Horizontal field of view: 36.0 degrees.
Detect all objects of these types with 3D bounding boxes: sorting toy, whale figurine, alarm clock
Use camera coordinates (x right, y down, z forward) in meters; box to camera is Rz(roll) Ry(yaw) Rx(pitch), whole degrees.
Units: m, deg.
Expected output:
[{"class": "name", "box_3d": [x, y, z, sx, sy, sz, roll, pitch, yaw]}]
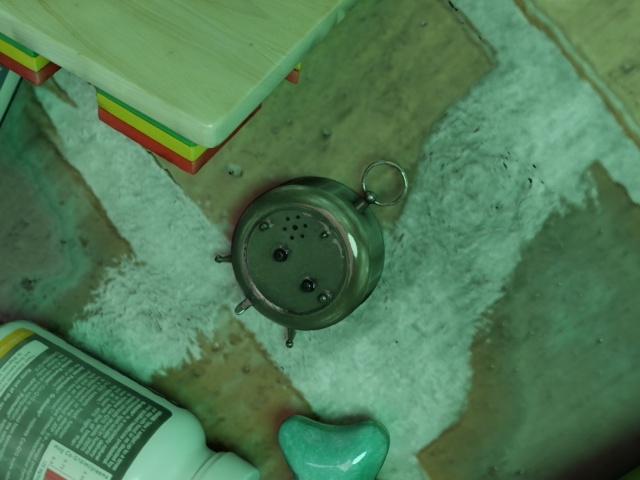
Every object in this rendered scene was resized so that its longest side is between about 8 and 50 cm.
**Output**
[{"class": "sorting toy", "box_3d": [-0.114, -0.190, 0.762, 0.257, 0.255, 0.089, 30, 145, 14]}, {"class": "whale figurine", "box_3d": [0.009, 0.294, 0.866, 0.216, 0.141, 0.272, 2, 102, 20]}, {"class": "alarm clock", "box_3d": [0.000, 0.000, 0.849, 0.192, 0.064, 0.129, -43, 85, 20]}]

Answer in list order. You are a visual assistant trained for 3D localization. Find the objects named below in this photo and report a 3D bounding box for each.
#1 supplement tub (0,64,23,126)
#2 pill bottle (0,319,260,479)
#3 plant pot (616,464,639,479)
[{"class": "supplement tub", "box_3d": [-0.340, -0.195, 0.848, 0.191, 0.191, 0.272, 31, 102, 11]}, {"class": "pill bottle", "box_3d": [-0.207, 0.202, 0.914, 0.278, 0.162, 0.162, 28, 110, 13]}, {"class": "plant pot", "box_3d": [0.272, 0.280, 0.721, 0.274, 0.275, 0.294, 39, 97, 8]}]
